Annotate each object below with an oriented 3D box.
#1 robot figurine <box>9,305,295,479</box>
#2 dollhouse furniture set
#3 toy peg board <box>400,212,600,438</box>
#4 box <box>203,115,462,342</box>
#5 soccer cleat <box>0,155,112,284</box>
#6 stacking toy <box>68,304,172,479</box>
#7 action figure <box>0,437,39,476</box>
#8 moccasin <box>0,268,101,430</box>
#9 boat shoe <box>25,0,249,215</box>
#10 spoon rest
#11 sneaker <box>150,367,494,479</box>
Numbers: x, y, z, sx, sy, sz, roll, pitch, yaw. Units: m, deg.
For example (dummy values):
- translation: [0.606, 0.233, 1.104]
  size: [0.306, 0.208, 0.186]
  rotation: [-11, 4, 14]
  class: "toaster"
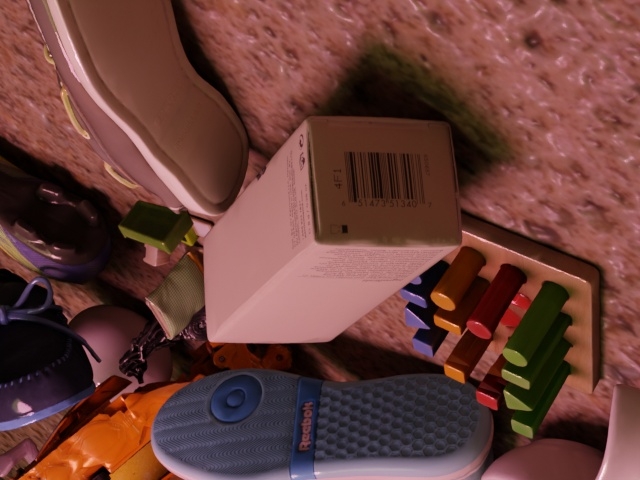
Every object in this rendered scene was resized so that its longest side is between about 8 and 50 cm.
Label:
- translation: [-0.143, 0.191, 1.551]
  size: [0.211, 0.291, 0.085]
  rotation: [52, 178, -6]
  class: "robot figurine"
- translation: [-0.121, 0.026, 1.446]
  size: [0.058, 0.076, 0.152]
  rotation: [18, 149, 34]
  class: "dollhouse furniture set"
- translation: [0.121, 0.065, 1.213]
  size: [0.160, 0.079, 0.161]
  rotation: [23, 152, 24]
  class: "toy peg board"
- translation: [0.000, 0.000, 1.185]
  size: [0.113, 0.094, 0.275]
  rotation: [1, 163, -20]
  class: "box"
- translation: [-0.330, -0.045, 1.561]
  size: [0.289, 0.093, 0.121]
  rotation: [31, 157, 8]
  class: "soccer cleat"
- translation: [-0.116, 0.273, 1.703]
  size: [0.350, 0.350, 0.480]
  rotation: [-16, 105, 59]
  class: "stacking toy"
- translation: [-0.200, 0.342, 2.061]
  size: [0.341, 0.179, 0.330]
  rotation: [-13, 140, 23]
  class: "action figure"
- translation: [-0.307, 0.097, 1.551]
  size: [0.342, 0.137, 0.117]
  rotation: [14, 121, 67]
  class: "moccasin"
- translation: [-0.152, -0.128, 1.181]
  size: [0.091, 0.109, 0.305]
  rotation: [12, 150, 31]
  class: "boat shoe"
- translation: [0.211, 0.193, 1.291]
  size: [0.137, 0.084, 0.276]
  rotation: [18, 157, -1]
  class: "spoon rest"
- translation: [0.015, 0.217, 1.476]
  size: [0.319, 0.127, 0.208]
  rotation: [1, 145, 20]
  class: "sneaker"
